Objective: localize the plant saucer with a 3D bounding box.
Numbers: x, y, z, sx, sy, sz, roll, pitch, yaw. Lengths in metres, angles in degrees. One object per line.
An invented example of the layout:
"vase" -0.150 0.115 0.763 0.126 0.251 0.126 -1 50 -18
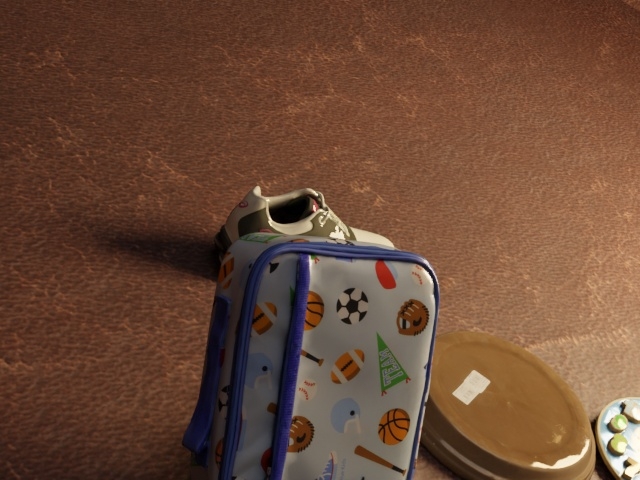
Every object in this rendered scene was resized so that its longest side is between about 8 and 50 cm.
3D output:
"plant saucer" 0.224 0.208 1.557 0.277 0.041 0.278 18 34 -13

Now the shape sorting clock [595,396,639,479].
"shape sorting clock" 0.449 0.280 1.610 0.206 0.040 0.206 18 33 -12

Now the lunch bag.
"lunch bag" -0.011 0.146 1.260 0.243 0.303 0.115 5 5 -32

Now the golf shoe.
"golf shoe" 0.000 0.000 1.620 0.272 0.120 0.105 4 37 -33
